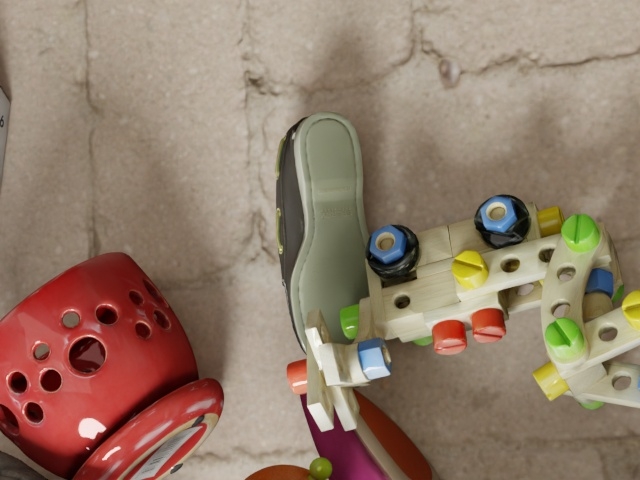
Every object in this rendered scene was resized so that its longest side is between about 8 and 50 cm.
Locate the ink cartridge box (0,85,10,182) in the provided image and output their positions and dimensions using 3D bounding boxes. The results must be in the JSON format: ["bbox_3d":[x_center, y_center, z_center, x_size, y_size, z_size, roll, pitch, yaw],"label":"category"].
[{"bbox_3d":[-0.397,-0.050,1.909,0.165,0.065,0.332,5,84,19],"label":"ink cartridge box"}]

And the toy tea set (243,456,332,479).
[{"bbox_3d":[-0.097,0.316,1.628,0.336,0.124,0.200,-21,105,6],"label":"toy tea set"}]

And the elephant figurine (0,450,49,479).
[{"bbox_3d":[-0.294,0.300,1.728,0.169,0.239,0.186,-34,48,-29],"label":"elephant figurine"}]

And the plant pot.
[{"bbox_3d":[-0.196,0.133,1.748,0.191,0.191,0.174,-42,74,8],"label":"plant pot"}]

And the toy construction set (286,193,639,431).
[{"bbox_3d":[0.133,0.072,1.660,0.328,0.151,0.215,-8,60,1],"label":"toy construction set"}]

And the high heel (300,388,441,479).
[{"bbox_3d":[0.046,0.297,1.683,0.181,0.127,0.377,-40,68,15],"label":"high heel"}]

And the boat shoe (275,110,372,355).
[{"bbox_3d":[0.000,0.000,1.772,0.081,0.069,0.228,2,86,-23],"label":"boat shoe"}]
